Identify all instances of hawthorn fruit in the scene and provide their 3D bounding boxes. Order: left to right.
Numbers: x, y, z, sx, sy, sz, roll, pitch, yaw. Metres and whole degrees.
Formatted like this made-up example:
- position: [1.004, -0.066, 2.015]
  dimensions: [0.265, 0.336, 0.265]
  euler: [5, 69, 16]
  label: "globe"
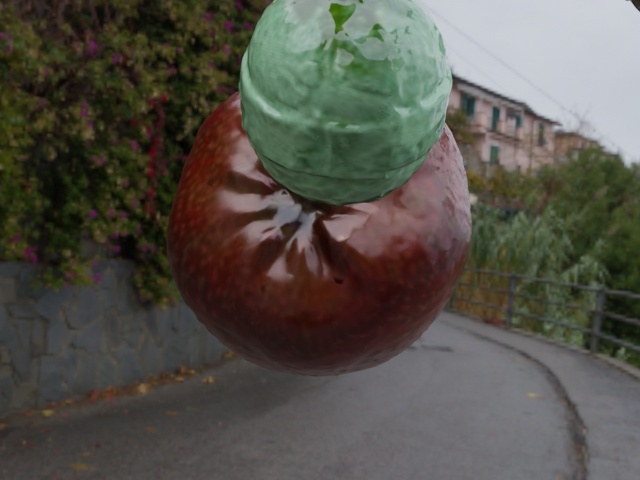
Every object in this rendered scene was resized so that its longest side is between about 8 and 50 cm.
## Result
- position: [0.000, 0.000, 0.750]
  dimensions: [0.275, 0.275, 0.299]
  euler: [4, -33, 2]
  label: "hawthorn fruit"

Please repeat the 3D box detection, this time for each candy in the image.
- position: [0.018, -0.191, 0.349]
  dimensions: [0.119, 0.119, 0.439]
  euler: [4, -45, 2]
  label: "candy"

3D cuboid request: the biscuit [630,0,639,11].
- position: [0.554, -0.399, 1.059]
  dimensions: [0.332, 0.332, 0.103]
  euler: [2, -32, 32]
  label: "biscuit"
